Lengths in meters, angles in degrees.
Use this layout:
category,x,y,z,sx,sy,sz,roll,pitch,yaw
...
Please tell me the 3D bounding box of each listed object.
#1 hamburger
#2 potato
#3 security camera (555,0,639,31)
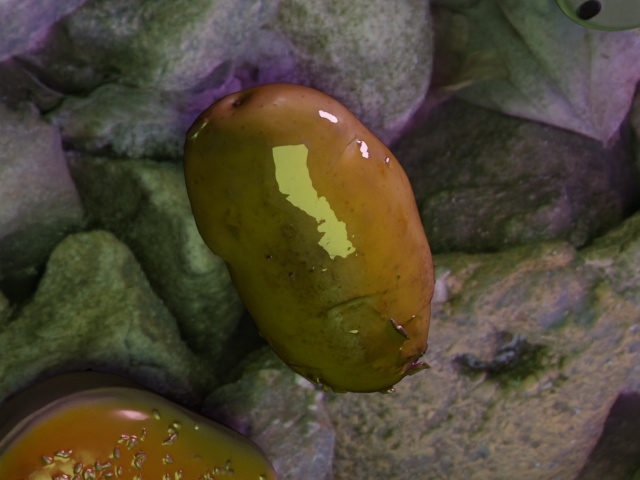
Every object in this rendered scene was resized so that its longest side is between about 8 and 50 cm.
category,x,y,z,sx,sy,sz,roll,pitch,yaw
hamburger,-0.168,0.237,1.632,0.295,0.151,0.227,27,107,-29
potato,0.000,0.000,1.539,0.173,0.140,0.300,-23,120,5
security camera,0.252,-0.300,1.475,0.157,0.080,0.302,-13,134,-13
